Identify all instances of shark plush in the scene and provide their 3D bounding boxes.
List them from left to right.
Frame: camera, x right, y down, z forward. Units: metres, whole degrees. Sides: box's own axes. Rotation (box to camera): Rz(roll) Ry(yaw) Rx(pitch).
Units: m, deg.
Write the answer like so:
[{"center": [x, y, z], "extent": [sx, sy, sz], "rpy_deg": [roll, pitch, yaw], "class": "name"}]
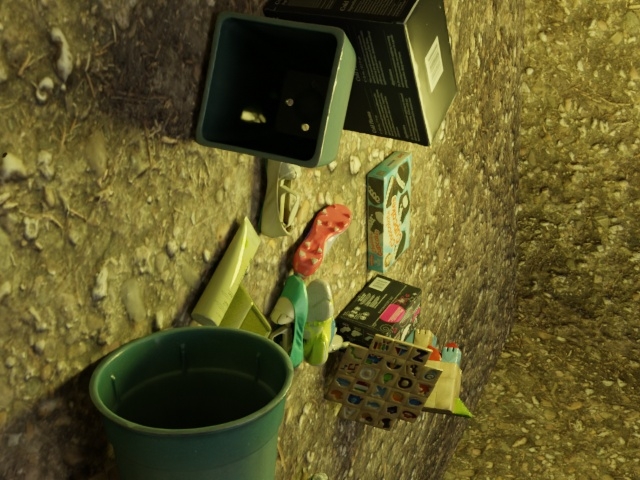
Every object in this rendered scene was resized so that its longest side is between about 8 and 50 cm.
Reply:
[{"center": [0.024, 0.311, 2.063], "extent": [0.067, 0.073, 0.161], "rpy_deg": [-55, 171, 34], "class": "shark plush"}]

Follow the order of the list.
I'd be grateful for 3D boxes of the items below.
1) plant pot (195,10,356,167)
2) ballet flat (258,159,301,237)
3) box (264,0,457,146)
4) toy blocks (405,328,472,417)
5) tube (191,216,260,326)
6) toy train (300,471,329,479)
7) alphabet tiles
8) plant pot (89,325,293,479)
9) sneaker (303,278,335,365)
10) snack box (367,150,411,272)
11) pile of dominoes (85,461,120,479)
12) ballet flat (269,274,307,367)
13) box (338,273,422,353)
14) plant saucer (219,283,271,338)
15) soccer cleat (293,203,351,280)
[{"center": [-0.057, -0.274, 1.421], "extent": [0.252, 0.248, 0.247], "rpy_deg": [-6, 109, -72], "class": "plant pot"}, {"center": [-0.079, -0.124, 1.612], "extent": [0.086, 0.086, 0.248], "rpy_deg": [-20, 120, -58], "class": "ballet flat"}, {"center": [0.098, -0.398, 1.556], "extent": [0.179, 0.312, 0.343], "rpy_deg": [-62, 151, -26], "class": "box"}, {"center": [0.296, 0.397, 2.315], "extent": [0.191, 0.381, 0.261], "rpy_deg": [47, 50, -58], "class": "toy blocks"}, {"center": [-0.189, 0.068, 1.532], "extent": [0.070, 0.062, 0.240], "rpy_deg": [-41, -160, 59], "class": "tube"}, {"center": [-0.032, 0.835, 2.147], "extent": [0.190, 0.142, 0.334], "rpy_deg": [-26, 129, -41], "class": "toy train"}, {"center": [0.181, 0.418, 2.130], "extent": [0.011, 0.285, 0.342], "rpy_deg": [-85, -167, -57], "class": "alphabet tiles"}, {"center": [-0.216, 0.378, 1.302], "extent": [0.341, 0.341, 0.334], "rpy_deg": [-31, 126, -54], "class": "plant pot"}, {"center": [-0.006, 0.204, 1.939], "extent": [0.126, 0.091, 0.240], "rpy_deg": [-50, 148, -72], "class": "sneaker"}, {"center": [0.207, -0.085, 2.195], "extent": [0.187, 0.060, 0.322], "rpy_deg": [-42, 138, -46], "class": "snack box"}, {"center": [-0.436, 0.538, 1.324], "extent": [0.196, 0.040, 0.251], "rpy_deg": [-25, 123, -38], "class": "pile of dominoes"}, {"center": [-0.082, 0.208, 1.783], "extent": [0.087, 0.083, 0.247], "rpy_deg": [-16, 117, -43], "class": "ballet flat"}, {"center": [0.178, 0.238, 2.192], "extent": [0.247, 0.163, 0.142], "rpy_deg": [-43, 142, -46], "class": "box"}, {"center": [-0.178, 0.220, 1.640], "extent": [0.188, 0.045, 0.188], "rpy_deg": [-61, 150, -24], "class": "plant saucer"}, {"center": [0.000, 0.000, 1.849], "extent": [0.248, 0.083, 0.095], "rpy_deg": [-57, 177, -41], "class": "soccer cleat"}]
